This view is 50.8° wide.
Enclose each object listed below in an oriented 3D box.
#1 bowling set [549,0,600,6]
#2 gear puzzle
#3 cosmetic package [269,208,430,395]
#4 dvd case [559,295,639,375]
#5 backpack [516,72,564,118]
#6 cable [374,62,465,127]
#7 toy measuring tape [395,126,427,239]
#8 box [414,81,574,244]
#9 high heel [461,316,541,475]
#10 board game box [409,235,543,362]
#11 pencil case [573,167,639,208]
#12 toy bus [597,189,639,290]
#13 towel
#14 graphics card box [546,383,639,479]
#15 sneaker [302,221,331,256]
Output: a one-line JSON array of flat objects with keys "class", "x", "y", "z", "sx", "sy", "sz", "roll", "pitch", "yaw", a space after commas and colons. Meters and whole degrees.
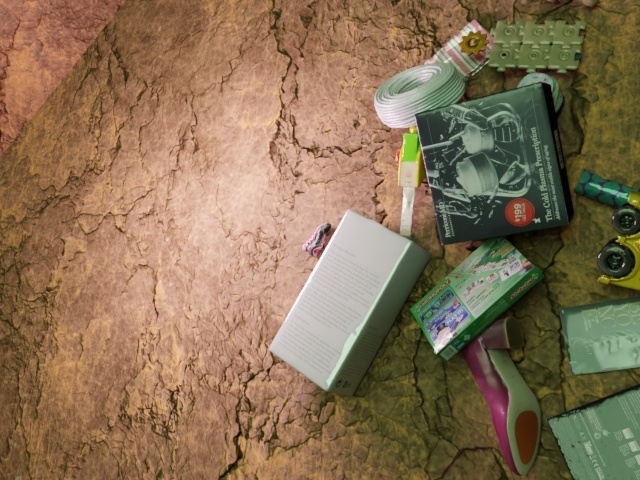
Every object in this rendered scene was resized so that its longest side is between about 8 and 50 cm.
[{"class": "bowling set", "x": 0.634, "y": -0.732, "z": 1.862, "sx": 0.154, "sy": 0.287, "sz": 0.200, "roll": -61, "pitch": 14, "yaw": -9}, {"class": "gear puzzle", "x": 0.551, "y": -0.532, "z": 1.873, "sx": 0.339, "sy": 0.044, "sz": 0.175, "roll": 8, "pitch": 70, "yaw": 22}, {"class": "cosmetic package", "x": 0.082, "y": 0.171, "z": 1.857, "sx": 0.230, "sy": 0.161, "sz": 0.453, "roll": 30, "pitch": 90, "yaw": 33}, {"class": "dvd case", "x": 0.691, "y": 0.223, "z": 1.587, "sx": 0.221, "sy": 0.018, "sz": 0.164, "roll": -13, "pitch": 68, "yaw": 25}, {"class": "backpack", "x": 0.564, "y": -0.350, "z": 1.787, "sx": 0.152, "sy": 0.115, "sz": 0.182, "roll": 35, "pitch": 90, "yaw": 35}, {"class": "cable", "x": 0.278, "y": -0.417, "z": 1.909, "sx": 0.257, "sy": 0.089, "sz": 0.257, "roll": -18, "pitch": 29, "yaw": 22}, {"class": "toy measuring tape", "x": 0.273, "y": -0.171, "z": 1.920, "sx": 0.121, "sy": 0.121, "sz": 0.330, "roll": 7, "pitch": 100, "yaw": 31}, {"class": "box", "x": 0.436, "y": -0.188, "z": 1.681, "sx": 0.313, "sy": 0.179, "sz": 0.343, "roll": -11, "pitch": 96, "yaw": 26}, {"class": "high heel", "x": 0.429, "y": 0.376, "z": 1.657, "sx": 0.181, "sy": 0.127, "sz": 0.377, "roll": -21, "pitch": 66, "yaw": 54}, {"class": "board game box", "x": 0.386, "y": 0.135, "z": 1.707, "sx": 0.317, "sy": 0.046, "sz": 0.213, "roll": -44, "pitch": 25, "yaw": 11}, {"class": "pencil case", "x": 0.710, "y": -0.123, "z": 1.661, "sx": 0.152, "sy": 0.064, "sz": 0.070, "roll": 28, "pitch": 54, "yaw": 32}, {"class": "toy bus", "x": 0.754, "y": 0.016, "z": 1.521, "sx": 0.211, "sy": 0.149, "sz": 0.220, "roll": 20, "pitch": 107, "yaw": 27}, {"class": "towel", "x": 0.417, "y": -0.545, "z": 1.983, "sx": 0.197, "sy": 0.029, "sz": 0.144, "roll": -40, "pitch": 59, "yaw": 12}, {"class": "graphics card box", "x": 0.715, "y": 0.434, "z": 1.461, "sx": 0.371, "sy": 0.094, "sz": 0.232, "roll": -28, "pitch": 63, "yaw": 17}, {"class": "sneaker", "x": 0.000, "y": 0.000, "z": 2.032, "sx": 0.057, "sy": 0.047, "sz": 0.119, "roll": 45, "pitch": 105, "yaw": 25}]
